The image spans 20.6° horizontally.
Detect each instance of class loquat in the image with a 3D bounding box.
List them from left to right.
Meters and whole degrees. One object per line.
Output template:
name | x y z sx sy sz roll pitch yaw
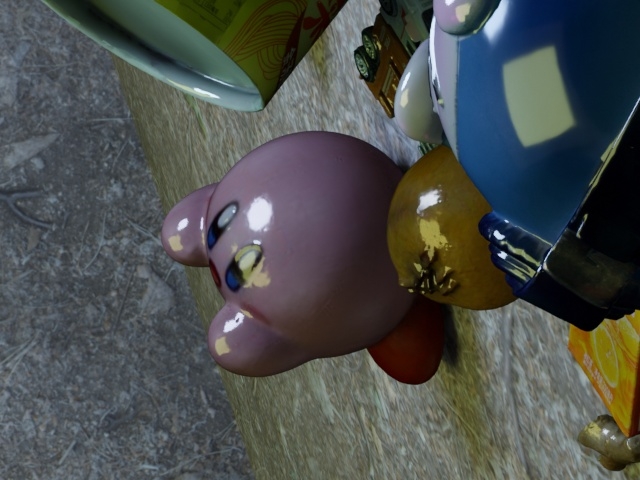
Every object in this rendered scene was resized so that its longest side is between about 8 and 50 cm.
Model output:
loquat | 0.119 -0.014 1.370 0.141 0.141 0.141 161 90 -77

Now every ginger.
ginger | 0.231 0.156 1.381 0.048 0.030 0.097 41 165 5

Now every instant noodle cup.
instant noodle cup | -0.088 -0.250 1.334 0.311 0.221 0.311 30 170 6

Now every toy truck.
toy truck | 0.093 -0.146 1.408 0.115 0.080 0.177 62 166 17

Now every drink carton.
drink carton | 0.218 0.020 1.150 0.223 0.071 0.096 85 162 -47

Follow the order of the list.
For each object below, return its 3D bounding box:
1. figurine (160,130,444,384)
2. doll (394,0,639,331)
figurine | 0.008 -0.003 1.722 0.211 0.261 0.269 -50 54 42
doll | 0.165 -0.094 0.875 0.240 0.284 0.310 25 178 3
